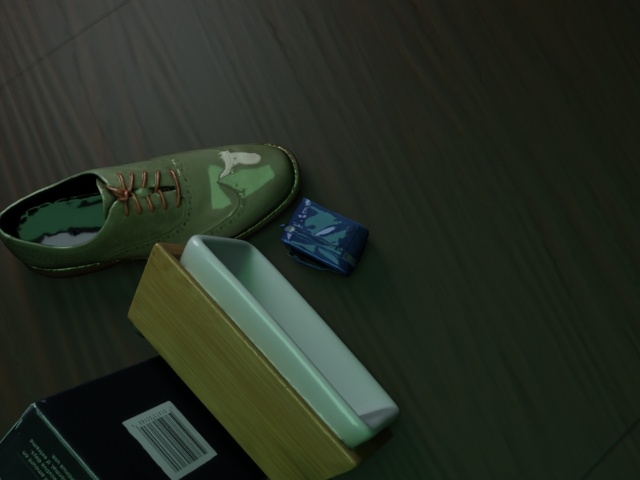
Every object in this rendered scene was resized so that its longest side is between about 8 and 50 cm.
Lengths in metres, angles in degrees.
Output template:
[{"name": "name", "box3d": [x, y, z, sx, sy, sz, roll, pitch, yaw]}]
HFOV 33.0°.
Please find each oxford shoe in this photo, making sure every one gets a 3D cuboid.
[{"name": "oxford shoe", "box3d": [-0.192, -0.036, 1.220, 0.348, 0.130, 0.123, -18, 79, 1]}]

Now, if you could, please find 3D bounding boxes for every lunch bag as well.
[{"name": "lunch bag", "box3d": [0.000, 0.000, 1.231, 0.098, 0.067, 0.065, 25, 82, 9]}]

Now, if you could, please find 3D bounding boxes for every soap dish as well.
[{"name": "soap dish", "box3d": [-0.056, 0.129, 1.137, 0.118, 0.229, 0.291, -45, 79, 7]}]

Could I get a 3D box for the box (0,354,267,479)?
[{"name": "box", "box3d": [-0.231, 0.286, 1.049, 0.183, 0.296, 0.294, 47, 106, 10]}]
